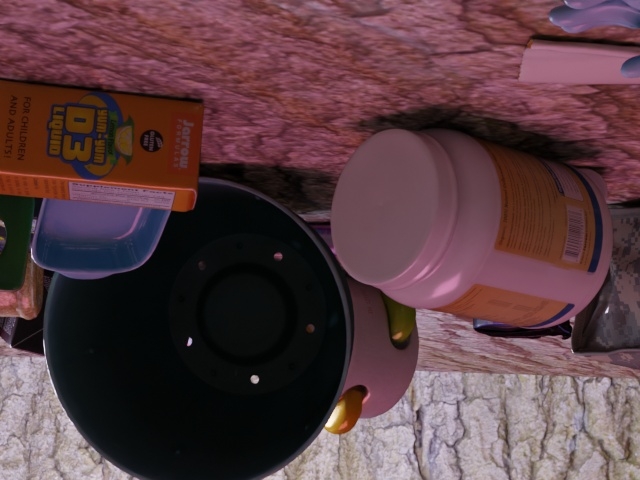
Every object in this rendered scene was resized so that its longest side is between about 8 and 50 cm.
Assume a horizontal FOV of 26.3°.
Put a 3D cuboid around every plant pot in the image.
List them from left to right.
[{"bbox_3d":[-0.098,0.085,1.372,0.293,0.293,0.235,2,-179,9],"label":"plant pot"}]

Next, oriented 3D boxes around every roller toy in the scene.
[{"bbox_3d":[0.024,0.145,1.866,0.146,0.209,0.191,13,-173,-37],"label":"roller toy"}]

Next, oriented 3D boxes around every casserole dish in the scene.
[{"bbox_3d":[-0.189,-0.035,1.193,0.114,0.037,0.188,2,142,-23],"label":"casserole dish"}]

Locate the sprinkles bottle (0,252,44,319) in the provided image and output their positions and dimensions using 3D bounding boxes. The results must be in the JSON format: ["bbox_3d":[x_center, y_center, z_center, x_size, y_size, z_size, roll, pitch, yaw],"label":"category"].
[{"bbox_3d":[-0.501,0.030,1.568,0.355,0.121,0.121,0,170,-6],"label":"sprinkles bottle"}]

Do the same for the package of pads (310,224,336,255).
[{"bbox_3d":[0.000,0.000,1.527,0.083,0.032,0.050,1,168,17],"label":"package of pads"}]

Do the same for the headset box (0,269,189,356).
[{"bbox_3d":[-0.311,0.102,1.819,0.218,0.110,0.293,17,177,-20],"label":"headset box"}]

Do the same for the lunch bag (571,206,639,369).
[{"bbox_3d":[0.417,0.052,1.279,0.235,0.169,0.287,11,172,-34],"label":"lunch bag"}]

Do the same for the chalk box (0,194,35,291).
[{"bbox_3d":[-0.390,-0.018,1.150,0.289,0.180,0.179,11,168,-30],"label":"chalk box"}]

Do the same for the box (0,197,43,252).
[{"bbox_3d":[-0.339,-0.033,1.387,0.270,0.060,0.216,2,170,7],"label":"box"}]

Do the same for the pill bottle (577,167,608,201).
[{"bbox_3d":[0.228,-0.035,1.210,0.043,0.043,0.083,3,170,6],"label":"pill bottle"}]

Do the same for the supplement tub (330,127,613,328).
[{"bbox_3d":[0.122,-0.010,1.101,0.199,0.144,0.144,12,167,-39],"label":"supplement tub"}]

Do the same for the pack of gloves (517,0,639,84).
[{"bbox_3d":[0.243,-0.102,0.823,0.232,0.046,0.195,4,169,2],"label":"pack of gloves"}]

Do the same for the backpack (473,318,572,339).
[{"bbox_3d":[0.255,0.084,1.752,0.114,0.084,0.105,-6,166,24],"label":"backpack"}]

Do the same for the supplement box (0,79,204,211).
[{"bbox_3d":[-0.208,-0.076,1.053,0.233,0.078,0.080,5,167,-10],"label":"supplement box"}]

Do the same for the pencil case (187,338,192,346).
[{"bbox_3d":[-0.120,0.096,1.878,0.124,0.113,0.273,31,162,-18],"label":"pencil case"}]
